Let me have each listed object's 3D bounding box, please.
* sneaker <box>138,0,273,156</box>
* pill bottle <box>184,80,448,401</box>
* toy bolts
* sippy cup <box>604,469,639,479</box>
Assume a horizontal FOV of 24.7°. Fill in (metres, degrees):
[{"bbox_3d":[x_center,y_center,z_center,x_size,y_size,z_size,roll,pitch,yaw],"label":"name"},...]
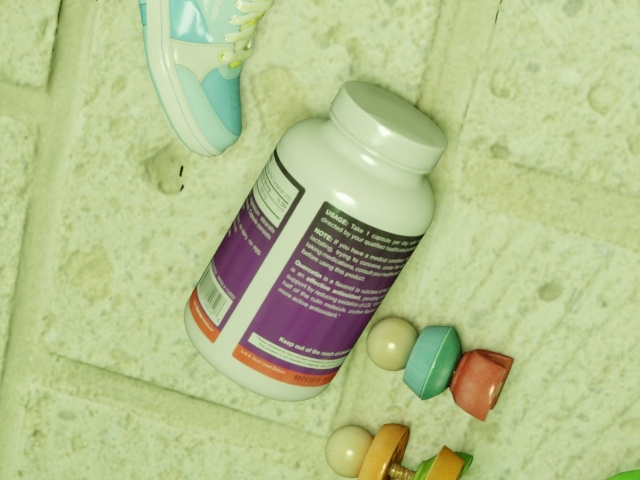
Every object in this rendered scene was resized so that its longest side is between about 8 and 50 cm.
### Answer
[{"bbox_3d":[-0.075,-0.248,1.506,0.208,0.127,0.319,-6,107,16],"label":"sneaker"},{"bbox_3d":[0.000,0.000,1.537,0.181,0.181,0.323,32,111,2],"label":"pill bottle"},{"bbox_3d":[0.092,0.197,1.581,0.158,0.218,0.228,23,93,12],"label":"toy bolts"},{"bbox_3d":[0.383,0.397,1.564,0.224,0.240,0.305,-24,145,8],"label":"sippy cup"}]
